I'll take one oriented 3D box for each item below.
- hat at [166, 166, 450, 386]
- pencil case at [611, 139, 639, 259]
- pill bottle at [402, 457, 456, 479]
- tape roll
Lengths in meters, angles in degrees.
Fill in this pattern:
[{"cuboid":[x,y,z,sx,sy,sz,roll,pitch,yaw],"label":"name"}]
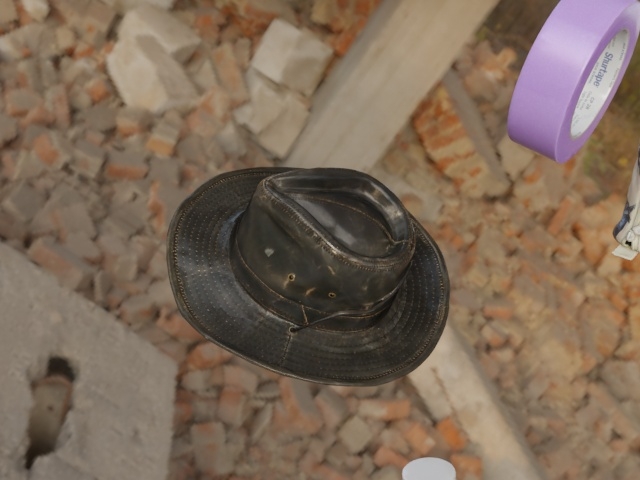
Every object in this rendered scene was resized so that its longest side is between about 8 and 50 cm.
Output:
[{"cuboid":[0.000,0.000,1.125,0.331,0.134,0.331,7,53,-9],"label":"hat"},{"cuboid":[0.623,-0.158,1.803,0.160,0.410,0.183,24,37,34],"label":"pencil case"},{"cuboid":[0.193,0.492,1.773,0.124,0.221,0.124,-4,20,2],"label":"pill bottle"},{"cuboid":[0.403,-0.263,1.626,0.090,0.274,0.275,29,17,23],"label":"tape roll"}]
